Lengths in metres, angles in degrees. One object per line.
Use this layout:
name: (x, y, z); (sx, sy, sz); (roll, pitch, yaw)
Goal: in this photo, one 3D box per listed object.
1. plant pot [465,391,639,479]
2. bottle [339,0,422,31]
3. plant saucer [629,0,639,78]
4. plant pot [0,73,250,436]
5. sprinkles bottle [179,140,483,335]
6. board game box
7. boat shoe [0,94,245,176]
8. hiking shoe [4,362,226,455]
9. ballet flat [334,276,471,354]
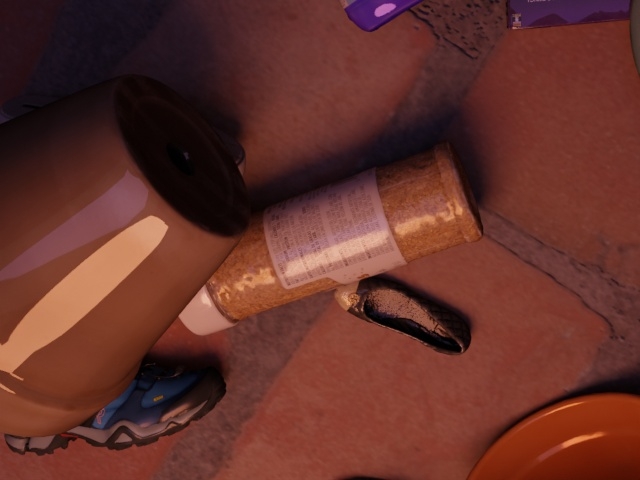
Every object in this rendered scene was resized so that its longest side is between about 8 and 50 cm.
plant pot: (0.320, 0.345, 1.046); (0.291, 0.291, 0.203); (-28, 114, 14)
bottle: (0.023, -0.367, 0.993); (0.118, 0.092, 0.282); (-28, 98, 15)
plant saucer: (0.468, -0.222, 0.916); (0.318, 0.044, 0.317); (3, 102, 16)
plant pot: (-0.235, -0.012, 0.936); (0.280, 0.323, 0.323); (-34, 97, 22)
sprinkles bottle: (0.000, 0.000, 1.074); (0.355, 0.121, 0.121); (-20, 100, 13)
board game box: (0.280, -0.301, 0.994); (0.170, 0.048, 0.141); (-3, 102, 10)
boat shoe: (-0.233, -0.099, 1.109); (0.302, 0.109, 0.094); (14, 127, 11)
hiking shoe: (-0.270, 0.183, 1.166); (0.304, 0.113, 0.132); (-11, 103, 11)
ballet flat: (0.099, 0.087, 1.118); (0.173, 0.049, 0.057); (20, 105, 3)
